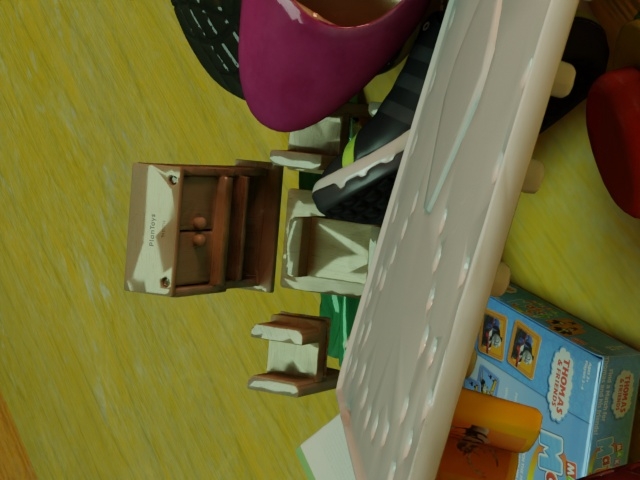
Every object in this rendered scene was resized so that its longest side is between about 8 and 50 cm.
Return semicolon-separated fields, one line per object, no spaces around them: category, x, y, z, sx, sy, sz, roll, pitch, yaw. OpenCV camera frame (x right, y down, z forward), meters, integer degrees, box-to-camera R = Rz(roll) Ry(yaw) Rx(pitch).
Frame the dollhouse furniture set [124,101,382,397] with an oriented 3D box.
dollhouse furniture set;0.000;0.000;1.225;0.242;0.161;0.212;7;95;27

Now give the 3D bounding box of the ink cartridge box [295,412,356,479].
ink cartridge box;0.092;0.185;1.309;0.235;0.056;0.171;-43;62;37

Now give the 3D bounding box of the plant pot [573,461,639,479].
plant pot;0.214;0.207;0.892;0.191;0.174;0.191;44;142;50

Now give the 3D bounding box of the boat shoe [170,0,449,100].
boat shoe;0.001;-0.176;1.205;0.324;0.120;0.122;12;127;57

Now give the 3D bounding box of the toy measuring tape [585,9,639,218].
toy measuring tape;0.174;-0.092;0.682;0.121;0.121;0.330;59;167;32

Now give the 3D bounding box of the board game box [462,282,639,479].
board game box;0.138;0.120;1.145;0.211;0.039;0.160;33;121;58

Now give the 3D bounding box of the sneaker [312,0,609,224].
sneaker;0.087;-0.096;1.049;0.235;0.084;0.097;-34;57;29

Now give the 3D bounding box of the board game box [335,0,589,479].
board game box;0.092;-0.073;0.785;0.390;0.050;0.390;-109;36;-85

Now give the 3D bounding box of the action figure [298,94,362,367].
action figure;0.022;-0.020;1.325;0.137;0.063;0.232;-166;70;-65

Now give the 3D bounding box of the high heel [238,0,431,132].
high heel;0.023;-0.206;0.929;0.181;0.127;0.377;-58;-9;-63
